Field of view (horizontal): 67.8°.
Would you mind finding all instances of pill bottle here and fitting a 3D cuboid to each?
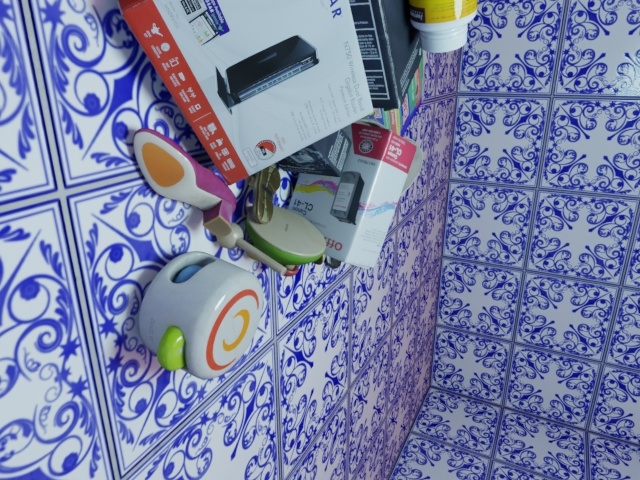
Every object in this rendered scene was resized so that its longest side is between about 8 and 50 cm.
[{"bbox_3d":[0.208,-0.443,0.815,0.117,0.117,0.215,-58,146,-39],"label":"pill bottle"}]

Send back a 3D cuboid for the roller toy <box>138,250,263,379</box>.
[{"bbox_3d":[-0.202,0.122,0.813,0.191,0.146,0.209,-65,158,-11],"label":"roller toy"}]

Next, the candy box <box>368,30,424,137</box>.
[{"bbox_3d":[0.240,-0.513,1.553,0.317,0.122,0.268,-56,146,-39],"label":"candy box"}]

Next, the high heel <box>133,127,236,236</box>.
[{"bbox_3d":[-0.220,-0.117,0.805,0.244,0.082,0.117,47,23,-43],"label":"high heel"}]

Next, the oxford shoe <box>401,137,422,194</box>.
[{"bbox_3d":[0.174,-0.191,1.368,0.449,0.130,0.169,-32,89,-38],"label":"oxford shoe"}]

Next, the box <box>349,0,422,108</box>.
[{"bbox_3d":[0.019,-0.427,0.905,0.183,0.296,0.294,-66,152,-27],"label":"box"}]

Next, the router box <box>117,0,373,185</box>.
[{"bbox_3d":[-0.093,-0.287,0.756,0.301,0.082,0.336,-28,140,-2],"label":"router box"}]

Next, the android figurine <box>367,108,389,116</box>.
[{"bbox_3d":[0.135,-0.481,1.292,0.248,0.056,0.273,-19,107,-24],"label":"android figurine"}]

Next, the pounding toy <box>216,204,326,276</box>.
[{"bbox_3d":[-0.103,0.023,1.005,0.237,0.182,0.110,-27,149,-60],"label":"pounding toy"}]

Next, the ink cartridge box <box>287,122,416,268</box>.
[{"bbox_3d":[0.060,-0.114,1.122,0.131,0.226,0.307,16,95,-52],"label":"ink cartridge box"}]

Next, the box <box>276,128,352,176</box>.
[{"bbox_3d":[-0.040,-0.214,1.013,0.158,0.155,0.093,39,65,-57],"label":"box"}]

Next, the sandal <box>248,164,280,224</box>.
[{"bbox_3d":[-0.125,-0.107,0.998,0.072,0.049,0.180,49,36,-43],"label":"sandal"}]

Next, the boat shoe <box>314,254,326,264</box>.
[{"bbox_3d":[0.000,0.000,1.321,0.045,0.050,0.136,-45,148,-56],"label":"boat shoe"}]

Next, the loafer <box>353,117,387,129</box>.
[{"bbox_3d":[0.096,-0.298,1.334,0.319,0.111,0.112,-36,131,-56],"label":"loafer"}]

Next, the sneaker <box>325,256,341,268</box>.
[{"bbox_3d":[0.094,-0.021,1.407,0.086,0.132,0.229,6,93,-65],"label":"sneaker"}]
